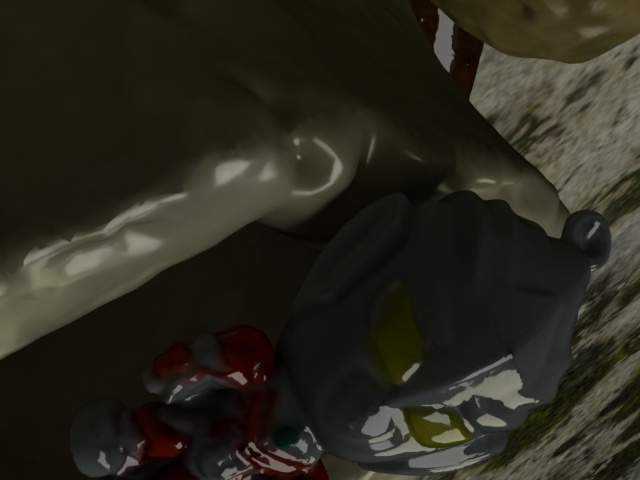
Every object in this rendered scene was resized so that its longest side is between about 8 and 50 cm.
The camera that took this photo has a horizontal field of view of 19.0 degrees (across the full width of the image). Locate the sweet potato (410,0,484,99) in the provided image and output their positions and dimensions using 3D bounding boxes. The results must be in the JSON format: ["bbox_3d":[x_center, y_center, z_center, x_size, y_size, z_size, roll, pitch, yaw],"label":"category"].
[{"bbox_3d":[-0.001,0.004,0.904,0.112,0.112,0.359,-11,127,-52],"label":"sweet potato"}]

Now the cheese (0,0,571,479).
[{"bbox_3d":[-0.080,0.015,0.676,0.292,0.153,0.332,-42,152,12],"label":"cheese"}]

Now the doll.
[{"bbox_3d":[0.012,0.039,0.579,0.180,0.094,0.079,-25,-161,-7],"label":"doll"}]

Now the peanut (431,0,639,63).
[{"bbox_3d":[0.070,-0.151,0.668,0.130,0.130,0.290,-41,160,5],"label":"peanut"}]
